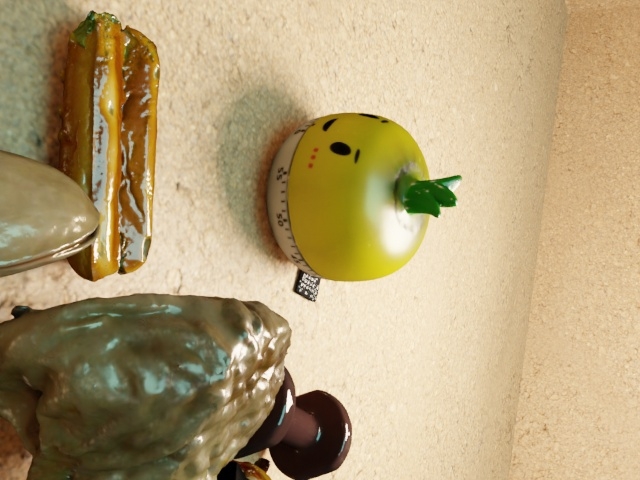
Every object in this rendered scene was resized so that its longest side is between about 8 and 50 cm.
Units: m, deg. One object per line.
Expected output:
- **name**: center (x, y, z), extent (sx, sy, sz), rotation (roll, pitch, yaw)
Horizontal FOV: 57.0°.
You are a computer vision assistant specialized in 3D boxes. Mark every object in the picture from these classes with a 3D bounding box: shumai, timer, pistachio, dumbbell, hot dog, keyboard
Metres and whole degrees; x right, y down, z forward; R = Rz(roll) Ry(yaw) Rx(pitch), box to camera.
- **shumai**: center (-0.134, 0.195, 0.527), extent (0.314, 0.267, 0.262), rotation (11, 63, -56)
- **timer**: center (0.085, -0.064, 0.879), extent (0.285, 0.285, 0.285), rotation (-10, 102, -58)
- **pistachio**: center (-0.268, -0.019, 0.467), extent (0.185, 0.126, 0.108), rotation (-11, 130, -47)
- **dumbbell**: center (-0.056, 0.252, 0.826), extent (0.225, 0.140, 0.124), rotation (45, 25, -49)
- **hot dog**: center (-0.212, -0.093, 0.598), extent (0.115, 0.072, 0.269), rotation (5, 87, -58)
- **keyboard**: center (0.000, 0.000, 1.007), extent (0.061, 0.013, 0.204), rotation (38, 62, -53)

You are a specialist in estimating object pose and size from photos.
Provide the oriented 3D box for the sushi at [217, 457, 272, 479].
- **sushi**: center (-0.122, 0.362, 0.666), extent (0.227, 0.215, 0.212), rotation (57, 10, -25)
